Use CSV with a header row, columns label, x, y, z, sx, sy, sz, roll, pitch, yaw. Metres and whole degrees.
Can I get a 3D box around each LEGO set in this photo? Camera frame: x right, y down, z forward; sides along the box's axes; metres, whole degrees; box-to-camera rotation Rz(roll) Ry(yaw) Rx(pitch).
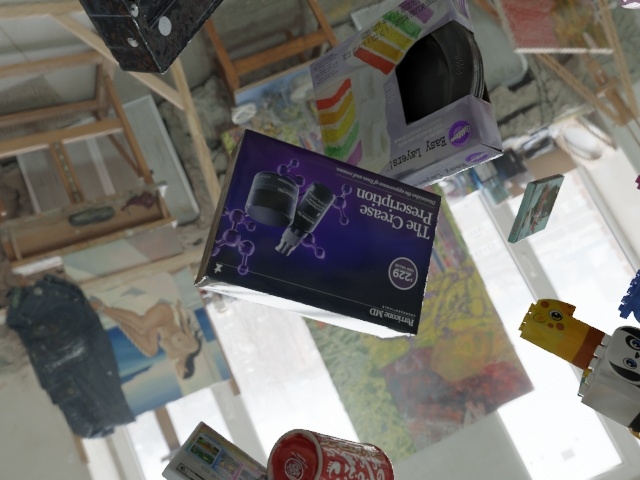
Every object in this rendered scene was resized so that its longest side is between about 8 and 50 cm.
label,x,y,z,sx,sy,sz,roll,pitch,yaw
LEGO set,0.182,0.038,0.376,0.227,0.093,0.087,-45,153,-40

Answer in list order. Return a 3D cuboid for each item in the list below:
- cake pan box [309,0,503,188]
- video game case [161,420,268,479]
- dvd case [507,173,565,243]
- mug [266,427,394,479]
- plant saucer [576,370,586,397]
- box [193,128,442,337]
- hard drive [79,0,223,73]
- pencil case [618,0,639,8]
label,x,y,z,sx,sy,sz,roll,pitch,yaw
cake pan box,0.112,-0.194,0.879,0.267,0.246,0.070,-20,164,41
video game case,-0.122,0.320,0.832,0.019,0.157,0.143,-54,179,9
dvd case,0.302,-0.046,0.870,0.119,0.013,0.087,-14,125,-49
mug,-0.002,0.325,0.867,0.150,0.113,0.169,-11,149,33
plant saucer,0.658,0.335,1.337,0.192,0.067,0.018,17,173,18
box,0.000,0.000,0.766,0.261,0.184,0.103,17,167,-15
hard drive,-0.171,-0.352,0.537,0.064,0.237,0.339,11,147,24
pencil case,0.312,-0.174,0.326,0.284,0.124,0.124,10,179,19
